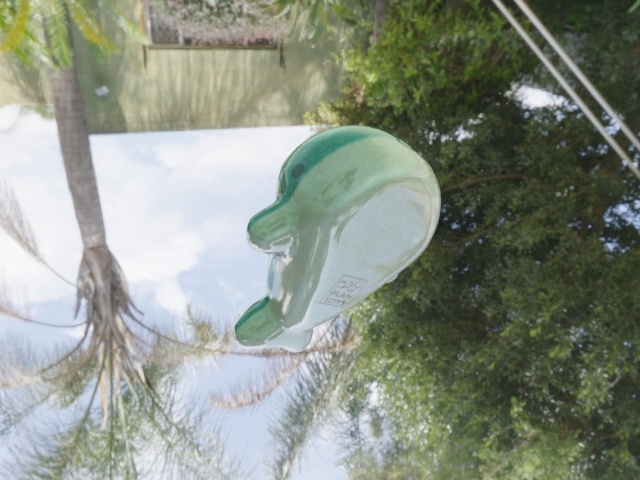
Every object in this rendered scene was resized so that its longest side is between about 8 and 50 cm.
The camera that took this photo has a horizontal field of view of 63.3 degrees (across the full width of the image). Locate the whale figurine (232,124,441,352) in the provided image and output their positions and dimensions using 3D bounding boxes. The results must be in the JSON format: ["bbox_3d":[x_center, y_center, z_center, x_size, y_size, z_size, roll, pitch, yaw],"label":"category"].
[{"bbox_3d":[0.000,0.000,0.560,0.216,0.272,0.141,14,-152,-43],"label":"whale figurine"}]
